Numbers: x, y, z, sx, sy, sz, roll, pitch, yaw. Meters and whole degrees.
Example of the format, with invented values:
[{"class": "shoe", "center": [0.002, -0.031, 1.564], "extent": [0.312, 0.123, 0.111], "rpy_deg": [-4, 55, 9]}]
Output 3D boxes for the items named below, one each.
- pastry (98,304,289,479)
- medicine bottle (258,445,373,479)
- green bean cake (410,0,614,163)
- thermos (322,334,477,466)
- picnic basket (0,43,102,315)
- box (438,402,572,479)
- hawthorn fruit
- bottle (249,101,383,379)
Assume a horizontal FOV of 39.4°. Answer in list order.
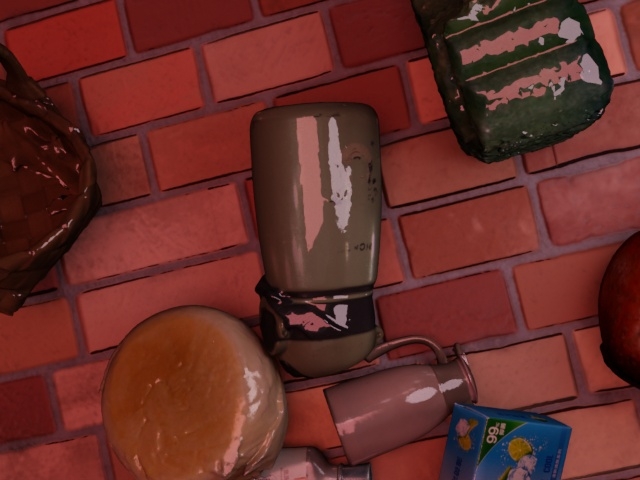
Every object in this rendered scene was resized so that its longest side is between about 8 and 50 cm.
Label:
[{"class": "pastry", "center": [-0.166, 0.213, 1.163], "extent": [0.264, 0.133, 0.265], "rpy_deg": [-5, 73, 15]}, {"class": "medicine bottle", "center": [-0.035, 0.323, 1.199], "extent": [0.208, 0.053, 0.090], "rpy_deg": [-5, 86, 10]}, {"class": "green bean cake", "center": [0.199, -0.251, 1.045], "extent": [0.169, 0.300, 0.308], "rpy_deg": [-18, 87, 8]}, {"class": "thermos", "center": [0.104, 0.195, 1.161], "extent": [0.193, 0.105, 0.137], "rpy_deg": [-20, 66, -2]}, {"class": "picnic basket", "center": [-0.452, -0.110, 1.117], "extent": [0.337, 0.337, 0.293], "rpy_deg": [27, 62, 8]}, {"class": "box", "center": [0.222, 0.311, 1.119], "extent": [0.139, 0.073, 0.194], "rpy_deg": [11, 91, -27]}, {"class": "hawthorn fruit", "center": [0.443, 0.071, 1.057], "extent": [0.215, 0.215, 0.250], "rpy_deg": [8, 86, 9]}, {"class": "bottle", "center": [-0.002, 0.001, 1.145], "extent": [0.168, 0.168, 0.347], "rpy_deg": [-2, 92, 9]}]
